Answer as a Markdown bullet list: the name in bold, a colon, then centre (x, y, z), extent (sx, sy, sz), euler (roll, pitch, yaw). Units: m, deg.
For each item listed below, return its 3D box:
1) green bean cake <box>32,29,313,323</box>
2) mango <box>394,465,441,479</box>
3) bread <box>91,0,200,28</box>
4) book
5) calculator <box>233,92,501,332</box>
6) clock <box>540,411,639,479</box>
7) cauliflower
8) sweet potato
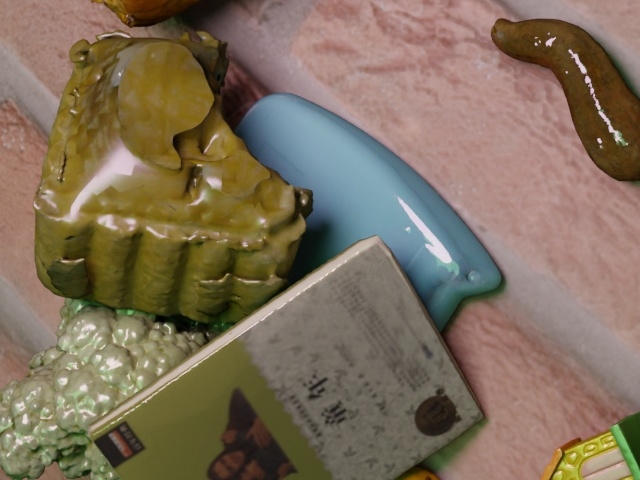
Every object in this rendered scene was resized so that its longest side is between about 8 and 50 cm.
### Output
- **green bean cake**: centre (-0.148, -0.086, 1.212), extent (0.285, 0.202, 0.310), euler (6, 56, -8)
- **mango**: centre (0.088, 0.279, 1.231), extent (0.114, 0.057, 0.079), euler (7, 85, 25)
- **bread**: centre (-0.186, -0.336, 1.269), extent (0.194, 0.340, 0.179), euler (-30, 115, -11)
- **book**: centre (-0.025, 0.183, 1.167), extent (0.352, 0.035, 0.239), euler (-34, 108, -4)
- **calculator**: centre (0.000, 0.000, 1.287), extent (0.386, 0.054, 0.256), euler (42, 108, 27)
- **clock**: centre (0.242, 0.321, 1.120), extent (0.255, 0.106, 0.220), euler (-30, 76, 25)
- **cauliflower**: centre (-0.230, 0.170, 1.290), extent (0.281, 0.327, 0.260), euler (-20, 89, 52)
- **sweet potato**: centre (0.260, -0.157, 1.147), extent (0.081, 0.062, 0.233), euler (-44, 67, 22)
